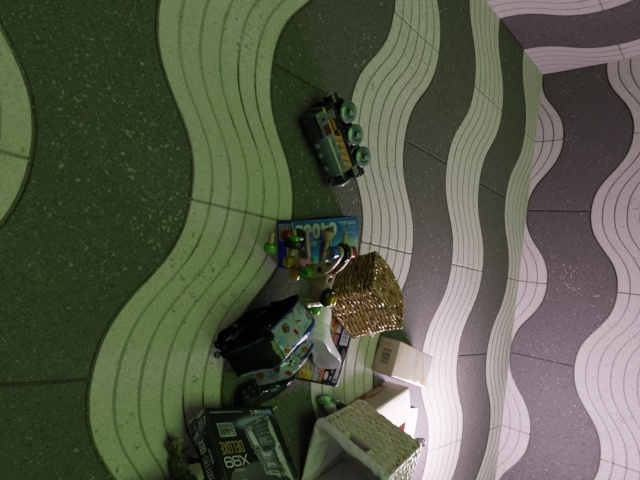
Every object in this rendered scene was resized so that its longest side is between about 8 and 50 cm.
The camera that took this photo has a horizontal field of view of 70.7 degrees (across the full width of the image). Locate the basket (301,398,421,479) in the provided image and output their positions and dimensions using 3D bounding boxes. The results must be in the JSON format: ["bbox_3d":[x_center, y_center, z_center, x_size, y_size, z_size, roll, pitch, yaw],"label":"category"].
[{"bbox_3d":[0.144,0.824,1.635,0.266,0.328,0.332,-7,116,-48],"label":"basket"}]

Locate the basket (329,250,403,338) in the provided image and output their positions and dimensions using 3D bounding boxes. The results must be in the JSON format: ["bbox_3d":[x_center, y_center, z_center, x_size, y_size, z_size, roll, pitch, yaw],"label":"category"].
[{"bbox_3d":[0.165,0.198,1.721,0.299,0.222,0.214,54,31,-35],"label":"basket"}]

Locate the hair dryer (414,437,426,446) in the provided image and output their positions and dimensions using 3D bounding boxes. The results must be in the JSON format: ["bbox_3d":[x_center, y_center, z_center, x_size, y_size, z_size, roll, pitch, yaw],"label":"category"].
[{"bbox_3d":[0.350,1.000,2.056,0.293,0.080,0.224,18,104,-33],"label":"hair dryer"}]

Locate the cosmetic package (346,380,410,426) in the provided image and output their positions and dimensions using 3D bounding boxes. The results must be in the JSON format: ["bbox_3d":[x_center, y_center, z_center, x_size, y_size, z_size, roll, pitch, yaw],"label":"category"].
[{"bbox_3d":[0.246,0.730,1.919,0.296,0.129,0.153,-10,99,-45],"label":"cosmetic package"}]

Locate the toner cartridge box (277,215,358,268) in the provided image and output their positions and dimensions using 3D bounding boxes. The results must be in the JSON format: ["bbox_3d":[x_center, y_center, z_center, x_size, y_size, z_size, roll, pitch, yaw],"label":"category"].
[{"bbox_3d":[0.000,0.000,1.638,0.347,0.075,0.166,-8,101,-46],"label":"toner cartridge box"}]

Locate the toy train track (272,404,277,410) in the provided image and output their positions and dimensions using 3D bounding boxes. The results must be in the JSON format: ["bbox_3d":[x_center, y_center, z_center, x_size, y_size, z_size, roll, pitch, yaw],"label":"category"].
[{"bbox_3d":[-0.175,0.602,1.550,0.083,0.014,0.048,-45,124,-35],"label":"toy train track"}]

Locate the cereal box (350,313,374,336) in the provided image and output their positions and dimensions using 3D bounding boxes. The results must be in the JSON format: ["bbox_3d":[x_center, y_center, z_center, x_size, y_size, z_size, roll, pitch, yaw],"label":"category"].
[{"bbox_3d":[0.190,0.259,1.859,0.173,0.047,0.240,-55,130,-26],"label":"cereal box"}]

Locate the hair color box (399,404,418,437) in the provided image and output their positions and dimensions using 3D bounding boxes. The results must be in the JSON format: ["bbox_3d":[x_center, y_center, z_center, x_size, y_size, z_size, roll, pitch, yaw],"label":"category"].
[{"bbox_3d":[0.409,0.879,2.156,0.093,0.053,0.168,18,82,-44],"label":"hair color box"}]

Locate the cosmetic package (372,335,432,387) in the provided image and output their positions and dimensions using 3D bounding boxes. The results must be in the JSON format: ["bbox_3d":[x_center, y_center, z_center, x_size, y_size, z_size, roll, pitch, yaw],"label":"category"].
[{"bbox_3d":[0.378,0.558,2.054,0.309,0.113,0.160,30,72,-42],"label":"cosmetic package"}]

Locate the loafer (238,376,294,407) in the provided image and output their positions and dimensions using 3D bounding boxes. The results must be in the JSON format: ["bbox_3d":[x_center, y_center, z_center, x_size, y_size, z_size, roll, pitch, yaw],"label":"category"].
[{"bbox_3d":[-0.182,0.495,1.502,0.223,0.076,0.078,-11,136,-48],"label":"loafer"}]

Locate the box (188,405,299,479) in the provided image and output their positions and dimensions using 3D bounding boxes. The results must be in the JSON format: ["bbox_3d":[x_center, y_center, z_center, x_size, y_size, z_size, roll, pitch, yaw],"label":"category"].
[{"bbox_3d":[-0.220,0.619,1.327,0.076,0.243,0.307,-41,145,16],"label":"box"}]

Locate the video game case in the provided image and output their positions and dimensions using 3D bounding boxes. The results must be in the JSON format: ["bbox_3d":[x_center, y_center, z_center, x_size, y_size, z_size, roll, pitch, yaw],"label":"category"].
[{"bbox_3d":[0.015,0.403,1.718,0.248,0.035,0.275,28,74,-44],"label":"video game case"}]

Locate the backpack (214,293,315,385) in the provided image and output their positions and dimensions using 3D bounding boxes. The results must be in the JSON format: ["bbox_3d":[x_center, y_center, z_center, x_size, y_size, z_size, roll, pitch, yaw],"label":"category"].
[{"bbox_3d":[-0.139,0.298,1.386,0.213,0.276,0.263,55,41,-15],"label":"backpack"}]

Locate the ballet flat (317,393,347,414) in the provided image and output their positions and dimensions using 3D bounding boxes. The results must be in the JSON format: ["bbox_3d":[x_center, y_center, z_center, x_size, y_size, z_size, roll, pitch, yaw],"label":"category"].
[{"bbox_3d":[0.056,0.652,1.751,0.188,0.070,0.070,39,66,-40],"label":"ballet flat"}]

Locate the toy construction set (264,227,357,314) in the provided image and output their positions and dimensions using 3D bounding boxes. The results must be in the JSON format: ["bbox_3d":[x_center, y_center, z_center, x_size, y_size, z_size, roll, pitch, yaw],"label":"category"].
[{"bbox_3d":[-0.015,0.094,1.450,0.309,0.257,0.238,-26,127,-70],"label":"toy construction set"}]

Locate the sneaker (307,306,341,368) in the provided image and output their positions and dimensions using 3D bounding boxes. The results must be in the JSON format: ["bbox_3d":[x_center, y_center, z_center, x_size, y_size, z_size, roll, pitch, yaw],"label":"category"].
[{"bbox_3d":[0.016,0.336,1.607,0.293,0.107,0.169,73,18,-51],"label":"sneaker"}]

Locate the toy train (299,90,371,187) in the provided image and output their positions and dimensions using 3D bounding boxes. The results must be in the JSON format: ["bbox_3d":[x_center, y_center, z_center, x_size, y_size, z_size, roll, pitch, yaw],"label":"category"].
[{"bbox_3d":[0.056,-0.358,1.634,0.190,0.142,0.334,-37,121,-24],"label":"toy train"}]

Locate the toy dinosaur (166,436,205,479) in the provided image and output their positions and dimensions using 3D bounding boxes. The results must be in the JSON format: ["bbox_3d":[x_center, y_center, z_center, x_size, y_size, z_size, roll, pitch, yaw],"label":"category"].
[{"bbox_3d":[-0.383,0.673,1.308,0.118,0.064,0.269,-5,100,-31],"label":"toy dinosaur"}]
